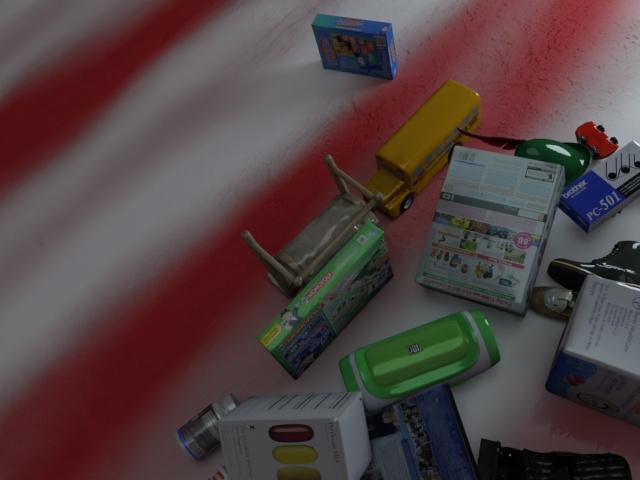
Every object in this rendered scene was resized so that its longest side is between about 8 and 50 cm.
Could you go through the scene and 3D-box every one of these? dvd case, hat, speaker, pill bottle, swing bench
[{"bbox_3d":[0.156,0.393,1.103,0.253,0.022,0.181,-32,56,27],"label":"dvd case"},{"bbox_3d":[0.452,-0.211,1.295,0.208,0.184,0.173,-35,29,4],"label":"hat"},{"bbox_3d":[0.192,0.238,1.183,0.296,0.131,0.131,-21,59,2],"label":"speaker"},{"bbox_3d":[-0.222,0.382,1.234,0.137,0.078,0.078,-37,60,-8],"label":"pill bottle"},{"bbox_3d":[0.000,0.000,1.290,0.165,0.255,0.253,40,78,21],"label":"swing bench"}]

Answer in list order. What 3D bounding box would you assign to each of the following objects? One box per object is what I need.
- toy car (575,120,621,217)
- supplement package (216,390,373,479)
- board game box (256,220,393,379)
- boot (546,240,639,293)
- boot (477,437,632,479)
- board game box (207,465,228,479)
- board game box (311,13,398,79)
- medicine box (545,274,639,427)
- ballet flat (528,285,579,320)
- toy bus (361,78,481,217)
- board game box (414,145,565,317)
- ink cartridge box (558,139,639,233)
[{"bbox_3d":[0.649,-0.137,1.313,0.238,0.053,0.225,23,70,24],"label":"toy car"},{"bbox_3d":[-0.045,0.369,1.112,0.243,0.134,0.139,-10,93,23],"label":"supplement package"},{"bbox_3d":[0.022,0.130,1.231,0.046,0.214,0.317,38,76,27],"label":"board game box"},{"bbox_3d":[0.576,0.045,1.229,0.197,0.077,0.137,21,64,9],"label":"boot"},{"bbox_3d":[0.378,0.508,0.987,0.259,0.131,0.348,6,64,17],"label":"boot"},{"bbox_3d":[-0.149,0.601,1.113,0.305,0.053,0.193,37,76,27],"label":"board game box"},{"bbox_3d":[0.093,-0.512,1.591,0.210,0.160,0.047,15,66,20],"label":"board game box"},{"bbox_3d":[0.559,0.214,1.023,0.289,0.263,0.149,20,69,23],"label":"medicine box"},{"bbox_3d":[0.511,0.127,1.195,0.206,0.067,0.073,15,64,21],"label":"ballet flat"},{"bbox_3d":[0.235,-0.214,1.411,0.108,0.130,0.333,37,76,28],"label":"toy bus"},{"bbox_3d":[0.350,-0.021,1.241,0.223,0.097,0.304,16,84,26],"label":"board game box"},{"bbox_3d":[0.604,-0.112,1.251,0.207,0.046,0.097,-35,58,-4],"label":"ink cartridge box"}]
